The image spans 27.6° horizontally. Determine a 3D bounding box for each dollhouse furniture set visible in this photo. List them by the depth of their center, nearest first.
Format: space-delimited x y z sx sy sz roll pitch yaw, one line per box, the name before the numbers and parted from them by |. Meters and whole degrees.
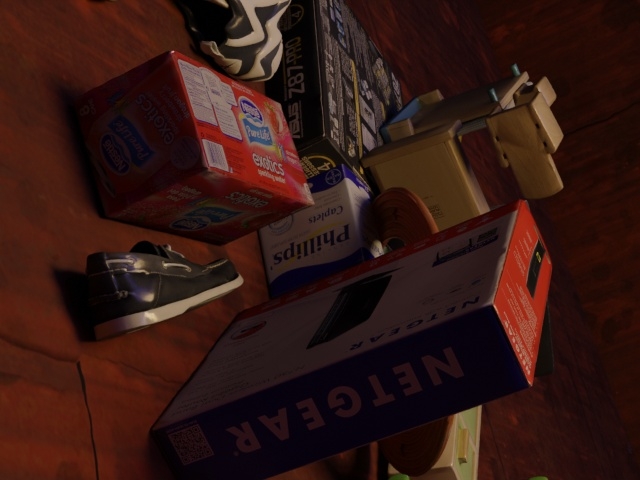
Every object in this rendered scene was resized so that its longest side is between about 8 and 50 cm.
dollhouse furniture set | 0.246 -0.114 1.820 0.198 0.286 0.303 64 32 -15

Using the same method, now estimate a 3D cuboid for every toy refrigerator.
toy refrigerator | 0.158 0.231 1.701 0.270 0.094 0.102 -76 149 -51

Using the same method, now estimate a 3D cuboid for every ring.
ring | 0.102 0.105 1.526 0.336 0.032 0.337 177 -90 -73

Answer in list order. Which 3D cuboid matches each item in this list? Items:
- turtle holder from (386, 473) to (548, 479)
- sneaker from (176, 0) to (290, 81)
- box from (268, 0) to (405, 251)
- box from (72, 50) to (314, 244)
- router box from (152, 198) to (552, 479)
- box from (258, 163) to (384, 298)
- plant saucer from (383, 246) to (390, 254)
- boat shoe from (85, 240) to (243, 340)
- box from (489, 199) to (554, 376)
turtle holder | 0.140 0.397 1.305 0.320 0.243 0.228 -85 165 -70
sneaker | -0.107 -0.325 1.622 0.153 0.094 0.235 13 89 -60
box | 0.036 -0.182 1.905 0.318 0.097 0.395 46 29 -43
box | -0.122 -0.086 1.325 0.257 0.122 0.128 15 55 -67
router box | 0.045 0.097 1.236 0.082 0.335 0.301 64 19 -11
box | 0.000 0.000 1.550 0.072 0.126 0.137 40 32 -55
plant saucer | 0.084 0.105 1.763 0.195 0.037 0.195 -12 90 -71
boat shoe | -0.140 0.033 1.202 0.079 0.084 0.233 68 22 3
box | 0.258 0.087 1.984 0.270 0.165 0.143 74 7 -50
